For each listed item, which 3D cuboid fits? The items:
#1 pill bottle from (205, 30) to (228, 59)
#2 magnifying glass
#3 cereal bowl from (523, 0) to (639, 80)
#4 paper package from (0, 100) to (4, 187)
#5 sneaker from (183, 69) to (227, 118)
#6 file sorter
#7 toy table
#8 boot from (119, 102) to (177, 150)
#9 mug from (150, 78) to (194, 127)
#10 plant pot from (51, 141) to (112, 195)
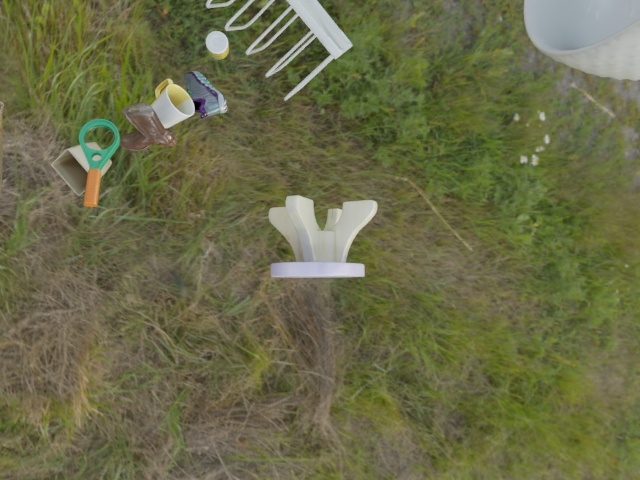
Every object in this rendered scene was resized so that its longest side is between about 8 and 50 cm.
[{"bbox_3d":[-0.305,-0.576,1.661,0.065,0.116,0.065,-1,97,-7],"label":"pill bottle"},{"bbox_3d":[-0.535,-0.188,1.331,0.092,0.026,0.230,2,66,-10],"label":"magnifying glass"},{"bbox_3d":[0.322,-0.279,0.432,0.141,0.339,0.338,20,82,-12],"label":"cereal bowl"},{"bbox_3d":[-0.710,-0.118,0.927,0.310,0.325,0.168,10,62,-25],"label":"paper package"},{"bbox_3d":[-0.374,-0.437,1.666,0.098,0.224,0.083,-31,140,-24],"label":"sneaker"},{"bbox_3d":[-0.092,-0.483,1.253,0.277,0.173,0.192,49,23,-12],"label":"file sorter"},{"bbox_3d":[0.000,0.000,1.201,0.274,0.253,0.160,19,70,-73],"label":"toy table"},{"bbox_3d":[-0.300,-0.185,0.903,0.107,0.114,0.037,-4,76,9],"label":"boot"},{"bbox_3d":[-0.262,-0.232,0.970,0.062,0.064,0.078,41,35,-34],"label":"mug"},{"bbox_3d":[-0.639,-0.206,1.518,0.109,0.109,0.096,53,42,-17],"label":"plant pot"}]
